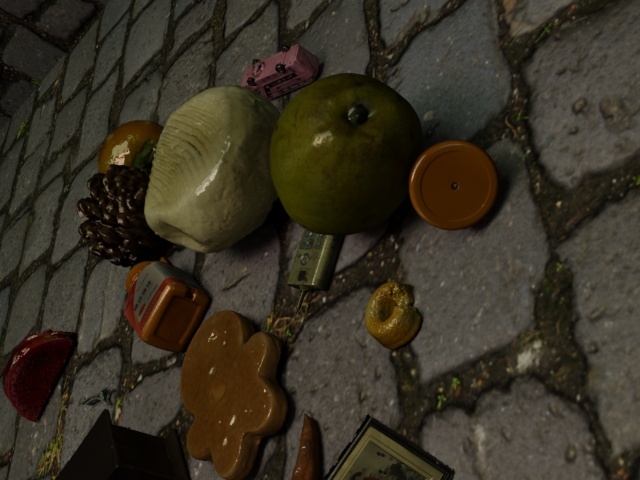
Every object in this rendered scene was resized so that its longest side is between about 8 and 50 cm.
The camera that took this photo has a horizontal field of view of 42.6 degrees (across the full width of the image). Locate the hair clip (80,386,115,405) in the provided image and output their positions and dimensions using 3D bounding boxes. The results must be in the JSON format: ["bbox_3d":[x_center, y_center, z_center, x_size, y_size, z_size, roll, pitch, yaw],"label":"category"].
[{"bbox_3d":[-0.530,0.380,1.946,0.115,0.030,0.039,-27,49,42],"label":"hair clip"}]

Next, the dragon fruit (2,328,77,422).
[{"bbox_3d":[-0.771,0.337,2.212,0.163,0.189,0.261,30,89,26],"label":"dragon fruit"}]

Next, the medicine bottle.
[{"bbox_3d":[-0.348,0.130,1.794,0.149,0.112,0.222,-61,34,4],"label":"medicine bottle"}]

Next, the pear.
[{"bbox_3d":[0.038,-0.138,1.314,0.307,0.253,0.252,100,-176,-73],"label":"pear"}]

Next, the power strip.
[{"bbox_3d":[0.000,0.000,1.483,0.092,0.034,0.267,0,69,53],"label":"power strip"}]

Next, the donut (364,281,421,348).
[{"bbox_3d":[0.106,0.114,1.263,0.097,0.043,0.108,-47,33,23],"label":"donut"}]

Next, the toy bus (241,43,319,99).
[{"bbox_3d":[-0.089,-0.365,1.791,0.203,0.090,0.063,-9,62,50],"label":"toy bus"}]

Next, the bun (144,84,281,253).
[{"bbox_3d":[-0.196,-0.137,1.663,0.352,0.227,0.349,-60,34,10],"label":"bun"}]

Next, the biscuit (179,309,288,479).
[{"bbox_3d":[-0.166,0.272,1.513,0.275,0.052,0.355,-58,33,8],"label":"biscuit"}]

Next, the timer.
[{"bbox_3d":[0.187,-0.093,1.246,0.132,0.132,0.152,-58,10,8],"label":"timer"}]

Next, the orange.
[{"bbox_3d":[-0.508,-0.214,2.186,0.237,0.158,0.179,-62,17,11],"label":"orange"}]

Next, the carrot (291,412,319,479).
[{"bbox_3d":[-0.020,0.368,1.267,0.057,0.057,0.224,-32,39,38],"label":"carrot"}]

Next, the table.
[{"bbox_3d":[-0.376,0.465,1.564,0.193,0.169,0.172,-53,36,14],"label":"table"}]

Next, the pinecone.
[{"bbox_3d":[-0.471,-0.046,1.985,0.243,0.244,0.257,-111,25,-47],"label":"pinecone"}]

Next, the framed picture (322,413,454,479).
[{"bbox_3d":[0.067,0.358,1.135,0.199,0.010,0.195,-53,33,-11],"label":"framed picture"}]
